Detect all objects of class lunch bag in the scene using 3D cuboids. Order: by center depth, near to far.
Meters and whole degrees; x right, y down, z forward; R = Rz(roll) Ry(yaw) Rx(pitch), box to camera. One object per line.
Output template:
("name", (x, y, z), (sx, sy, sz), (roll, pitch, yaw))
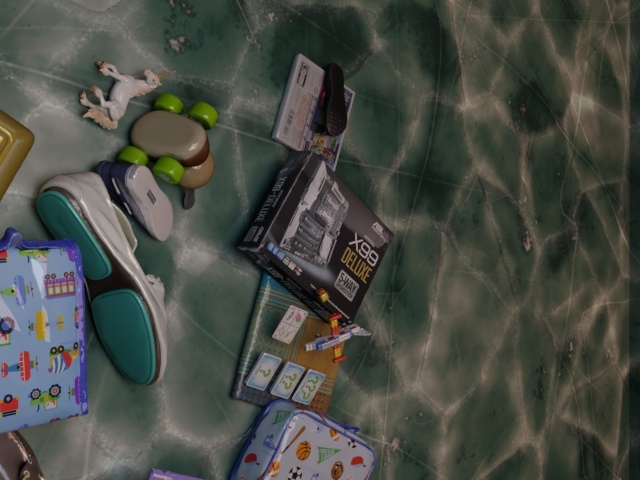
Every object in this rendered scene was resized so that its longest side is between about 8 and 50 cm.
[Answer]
("lunch bag", (-0.469, 0.127, 1.197), (0.221, 0.138, 0.293), (-5, 109, -43))
("lunch bag", (-0.026, 0.473, 1.665), (0.303, 0.115, 0.243), (37, 71, -37))

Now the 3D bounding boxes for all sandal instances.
("sandal", (0.024, -0.303, 1.754), (0.067, 0.040, 0.179), (26, 57, -46))

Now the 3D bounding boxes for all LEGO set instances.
("LEGO set", (-0.018, 0.220, 1.623), (0.182, 0.060, 0.244), (28, 94, -38))

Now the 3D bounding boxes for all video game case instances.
("video game case", (-0.013, -0.277, 1.755), (0.183, 0.023, 0.201), (27, 71, -40))

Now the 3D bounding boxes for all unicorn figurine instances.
("unicorn figurine", (-0.352, -0.267, 1.417), (0.111, 0.060, 0.161), (35, 83, -38))

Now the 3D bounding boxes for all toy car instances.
("toy car", (-0.255, -0.147, 1.481), (0.155, 0.149, 0.188), (-62, 155, -23))

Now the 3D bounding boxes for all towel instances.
("towel", (-0.043, 0.182, 1.716), (0.271, 0.040, 0.370), (25, 75, -39))

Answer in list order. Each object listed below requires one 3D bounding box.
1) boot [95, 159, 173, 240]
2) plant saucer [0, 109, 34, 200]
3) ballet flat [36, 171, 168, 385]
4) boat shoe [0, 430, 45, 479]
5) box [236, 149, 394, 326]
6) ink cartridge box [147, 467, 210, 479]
("boot", (-0.329, -0.074, 1.431), (0.190, 0.086, 0.069), (77, 32, -50))
("plant saucer", (-0.601, -0.119, 1.144), (0.333, 0.081, 0.332), (38, 60, -36))
("ballet flat", (-0.343, 0.058, 1.383), (0.139, 0.139, 0.400), (-37, 114, -37))
("boat shoe", (-0.478, 0.412, 1.260), (0.117, 0.097, 0.324), (-25, 107, -41))
("box", (0.000, 0.000, 1.668), (0.307, 0.077, 0.242), (44, 64, -35))
("ink cartridge box", (-0.252, 0.582, 1.328), (0.176, 0.069, 0.370), (22, 75, -25))
